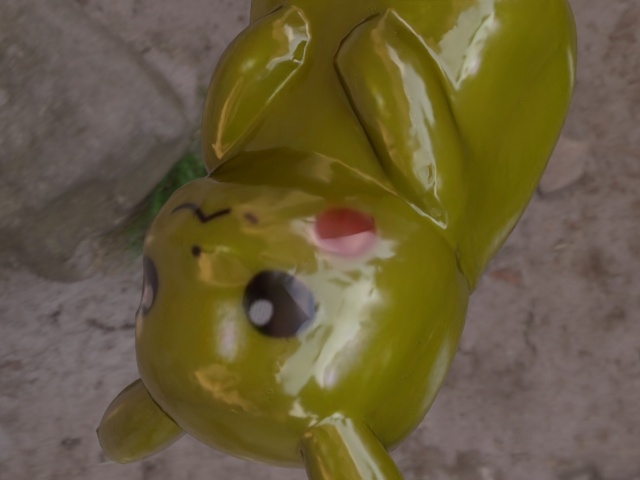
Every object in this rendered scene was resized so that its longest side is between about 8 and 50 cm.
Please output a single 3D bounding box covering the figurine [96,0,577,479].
[{"bbox_3d":[0.003,-0.007,0.751,0.169,0.218,0.327,48,62,-41],"label":"figurine"}]
